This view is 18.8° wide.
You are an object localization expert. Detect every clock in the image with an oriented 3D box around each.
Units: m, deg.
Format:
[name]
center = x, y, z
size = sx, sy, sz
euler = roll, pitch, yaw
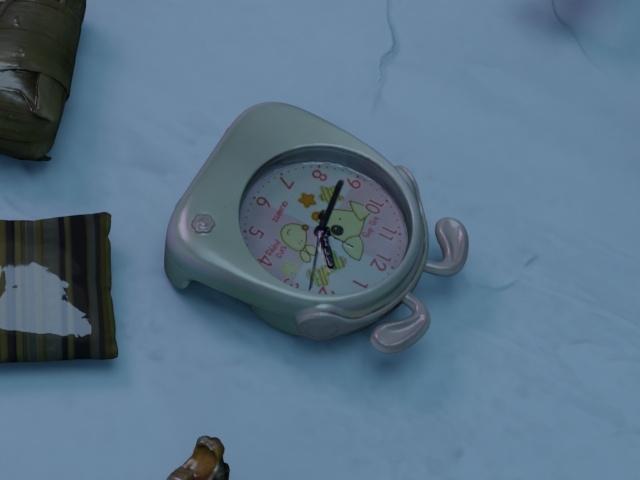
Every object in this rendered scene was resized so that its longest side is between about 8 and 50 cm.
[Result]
[clock]
center = 0.000, 0.000, 1.331
size = 0.191, 0.062, 0.151
euler = 27, 59, 8

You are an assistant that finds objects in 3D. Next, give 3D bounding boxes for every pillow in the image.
[pillow]
center = -0.239, 0.035, 1.292
size = 0.203, 0.038, 0.113
euler = -2, 63, -8

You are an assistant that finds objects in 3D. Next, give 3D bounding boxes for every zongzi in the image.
[zongzi]
center = -0.260, -0.139, 1.374
size = 0.176, 0.078, 0.160
euler = 8, 53, 1

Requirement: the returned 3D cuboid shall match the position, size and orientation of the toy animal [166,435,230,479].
[toy animal]
center = 0.002, 0.227, 1.176
size = 0.255, 0.116, 0.114
euler = 24, 103, 12
